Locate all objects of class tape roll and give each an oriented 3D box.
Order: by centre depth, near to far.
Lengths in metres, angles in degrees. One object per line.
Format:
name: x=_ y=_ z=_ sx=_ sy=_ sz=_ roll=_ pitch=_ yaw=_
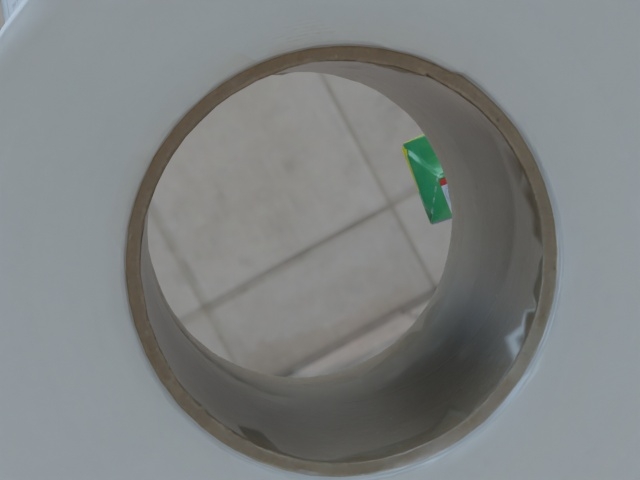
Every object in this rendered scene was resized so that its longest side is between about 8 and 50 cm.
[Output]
tape roll: x=0.000 y=0.000 z=0.562 sx=0.246 sy=0.246 sz=0.169 roll=-29 pitch=6 yaw=-2

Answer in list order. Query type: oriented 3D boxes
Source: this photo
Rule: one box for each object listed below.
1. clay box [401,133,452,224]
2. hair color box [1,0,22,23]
clay box: x=0.168 y=-0.074 z=0.862 sx=0.222 sy=0.053 sz=0.127 roll=-20 pitch=0 yaw=-29
hair color box: x=-0.166 y=-0.261 z=1.173 sx=0.114 sy=0.374 sz=0.185 roll=-5 pitch=-16 yaw=-26
